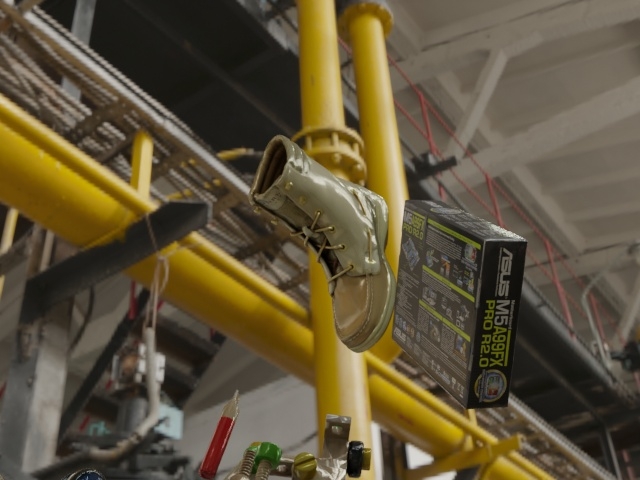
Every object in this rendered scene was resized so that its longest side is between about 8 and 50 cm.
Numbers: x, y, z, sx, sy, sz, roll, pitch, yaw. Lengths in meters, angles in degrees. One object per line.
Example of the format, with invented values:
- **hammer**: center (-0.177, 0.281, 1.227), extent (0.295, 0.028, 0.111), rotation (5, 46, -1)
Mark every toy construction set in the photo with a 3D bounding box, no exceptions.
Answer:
- **toy construction set**: center (-0.054, 0.335, 1.283), extent (0.257, 0.237, 0.309), rotation (-10, -51, 25)

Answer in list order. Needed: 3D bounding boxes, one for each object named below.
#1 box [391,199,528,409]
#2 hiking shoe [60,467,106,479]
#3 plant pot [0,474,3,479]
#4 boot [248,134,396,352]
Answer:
- **box**: center (0.175, 0.074, 1.137), extent (0.060, 0.270, 0.216), rotation (1, -78, -16)
- **hiking shoe**: center (-0.217, 0.364, 0.921), extent (0.132, 0.304, 0.113), rotation (-33, -48, 6)
- **plant pot**: center (-0.570, 0.344, 1.016), extent (0.256, 0.274, 0.256), rotation (19, -42, 18)
- **boot**: center (0.000, 0.000, 1.096), extent (0.203, 0.262, 0.095), rotation (33, -46, -32)
